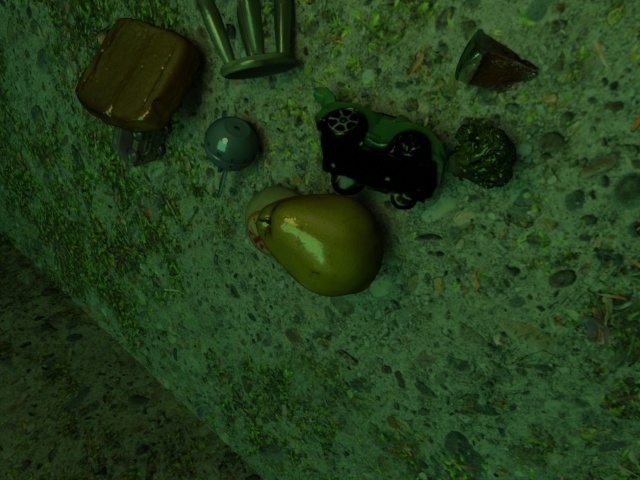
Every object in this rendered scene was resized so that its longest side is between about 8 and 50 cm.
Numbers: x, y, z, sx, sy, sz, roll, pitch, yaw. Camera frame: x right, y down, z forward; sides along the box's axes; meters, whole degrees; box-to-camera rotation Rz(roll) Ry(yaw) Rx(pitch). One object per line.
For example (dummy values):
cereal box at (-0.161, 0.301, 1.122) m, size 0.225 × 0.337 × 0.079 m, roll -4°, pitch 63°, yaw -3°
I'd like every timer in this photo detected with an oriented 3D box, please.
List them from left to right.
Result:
timer at (-0.263, -0.257, 1.315) m, size 0.175 × 0.175 × 0.256 m, roll 32°, pitch 153°, yaw 19°

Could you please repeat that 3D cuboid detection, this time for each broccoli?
broccoli at (0.344, -0.179, 0.933) m, size 0.162 × 0.137 × 0.146 m, roll -131°, pitch 26°, yaw -61°

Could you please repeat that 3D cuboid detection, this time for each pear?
pear at (0.000, 0.012, 1.129) m, size 0.335 × 0.285 × 0.285 m, roll 1°, pitch 116°, yaw -5°

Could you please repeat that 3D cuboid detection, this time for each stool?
stool at (-0.170, -0.525, 1.086) m, size 0.195 × 0.195 × 0.199 m, roll 2°, pitch 107°, yaw 34°

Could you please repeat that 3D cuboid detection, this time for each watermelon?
watermelon at (0.349, -0.366, 0.897) m, size 0.158 × 0.121 × 0.098 m, roll 3°, pitch 142°, yaw -15°

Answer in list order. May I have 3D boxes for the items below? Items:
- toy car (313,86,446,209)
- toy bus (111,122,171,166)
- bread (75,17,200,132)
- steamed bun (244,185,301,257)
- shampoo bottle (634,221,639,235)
toy car at (0.124, -0.223, 1.027) m, size 0.358 × 0.177 × 0.214 m, roll 18°, pitch 152°, yaw 18°
toy bus at (-0.624, -0.374, 1.492) m, size 0.142 × 0.142 × 0.203 m, roll 42°, pitch 129°, yaw 11°
bread at (-0.536, -0.485, 1.314) m, size 0.327 × 0.148 × 0.337 m, roll 22°, pitch 83°, yaw 18°
steamed bun at (-0.137, -0.045, 1.305) m, size 0.231 × 0.145 × 0.232 m, roll 14°, pitch 118°, yaw 29°
shampoo bottle at (0.702, -0.067, 0.778) m, size 0.086 × 0.056 × 0.227 m, roll 43°, pitch 128°, yaw 8°
